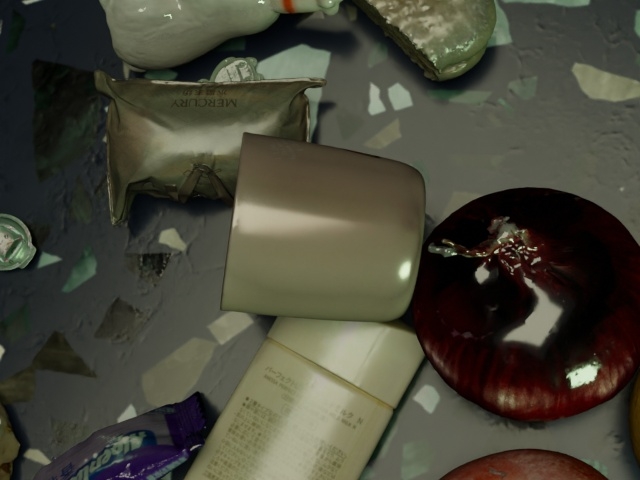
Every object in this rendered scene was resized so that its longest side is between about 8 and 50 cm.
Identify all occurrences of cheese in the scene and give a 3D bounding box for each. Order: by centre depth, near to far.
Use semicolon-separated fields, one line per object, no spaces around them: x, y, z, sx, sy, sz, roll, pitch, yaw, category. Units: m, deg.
-0.393;-0.007;1.841;0.120;0.026;0.067;30;85;11;cheese

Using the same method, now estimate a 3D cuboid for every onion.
0.218;0.046;1.638;0.273;0.285;0.273;-10;52;12;onion

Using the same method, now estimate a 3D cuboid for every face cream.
-0.031;0.222;1.732;0.173;0.081;0.349;28;85;11;face cream

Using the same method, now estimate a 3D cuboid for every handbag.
-0.129;-0.105;1.783;0.270;0.117;0.183;1;93;1;handbag

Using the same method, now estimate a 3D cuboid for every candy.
-0.246;0.261;1.730;0.275;0.145;0.070;-29;111;1;candy

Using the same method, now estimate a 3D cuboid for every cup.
0.000;0.000;1.682;0.200;0.253;0.192;8;75;-4;cup

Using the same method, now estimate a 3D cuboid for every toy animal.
-0.117;-0.293;1.795;0.282;0.140;0.138;-18;104;11;toy animal

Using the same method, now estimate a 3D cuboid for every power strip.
-0.111;-0.190;1.832;0.083;0.035;0.055;-22;79;1;power strip

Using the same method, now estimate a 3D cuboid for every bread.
0.086;-0.346;1.802;0.183;0.102;0.337;-43;76;-5;bread

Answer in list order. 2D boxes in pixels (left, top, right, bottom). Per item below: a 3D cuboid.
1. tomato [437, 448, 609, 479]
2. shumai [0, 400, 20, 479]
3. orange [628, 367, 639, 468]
0.209;0.357;1.609;0.270;0.227;0.270;-6;57;10;tomato
-0.451;0.234;1.765;0.201;0.120;0.201;-1;78;6;shumai
0.430;0.184;1.613;0.236;0.236;0.236;-1;81;7;orange
